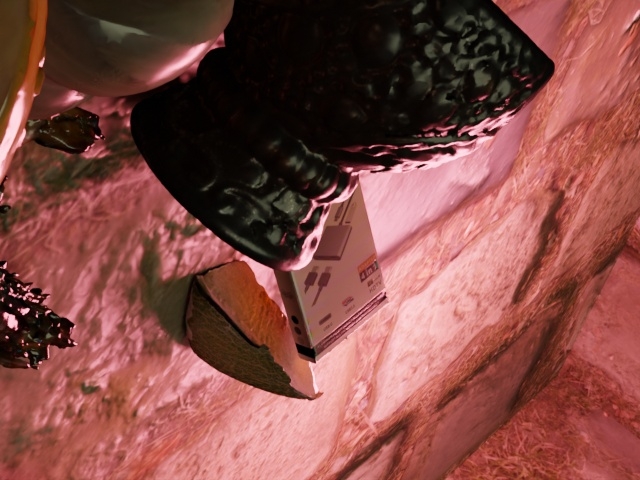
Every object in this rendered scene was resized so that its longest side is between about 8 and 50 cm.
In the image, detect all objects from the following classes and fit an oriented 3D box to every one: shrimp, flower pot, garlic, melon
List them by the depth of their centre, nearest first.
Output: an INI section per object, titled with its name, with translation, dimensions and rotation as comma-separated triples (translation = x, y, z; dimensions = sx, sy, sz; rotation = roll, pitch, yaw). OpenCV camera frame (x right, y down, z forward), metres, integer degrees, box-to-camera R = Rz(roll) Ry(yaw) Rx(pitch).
[garlic]
translation = -0.155, -0.192, 0.708
dimensions = 0.292, 0.210, 0.237
rotation = 14, 79, -60
[shrimp]
translation = -0.238, -0.005, 0.890
dimensions = 0.222, 0.054, 0.290
rotation = -48, 149, -8
[flower pot]
translation = 0.003, -0.131, 0.919
dimensions = 0.267, 0.266, 0.266
rotation = -46, 159, 14
[melon]
translation = -0.086, 0.110, 1.294
dimensions = 0.139, 0.202, 0.093
rotation = -26, -159, 43

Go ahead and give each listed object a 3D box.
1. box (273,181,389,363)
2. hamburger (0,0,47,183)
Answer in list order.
[box]
translation = 0.000, 0.000, 1.232
dimensions = 0.129, 0.033, 0.247
rotation = -37, 127, -32
[hamburger]
translation = -0.254, -0.099, 0.448
dimensions = 0.291, 0.291, 0.225
rotation = -51, 176, 0
